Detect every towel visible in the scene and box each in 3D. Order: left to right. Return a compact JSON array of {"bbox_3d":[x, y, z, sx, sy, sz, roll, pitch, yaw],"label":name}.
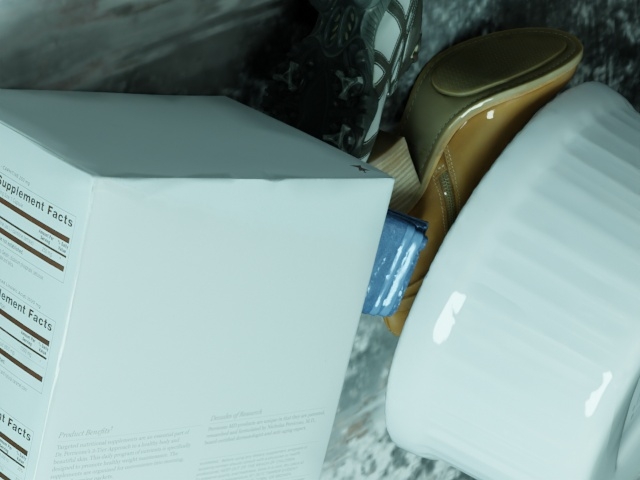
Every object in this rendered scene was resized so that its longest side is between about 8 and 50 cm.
[{"bbox_3d":[0.000,0.000,0.955,0.119,0.029,0.067,20,106,-15],"label":"towel"}]

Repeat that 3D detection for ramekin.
[{"bbox_3d":[0.174,0.049,1.046,0.277,0.135,0.277,-45,154,-30],"label":"ramekin"}]

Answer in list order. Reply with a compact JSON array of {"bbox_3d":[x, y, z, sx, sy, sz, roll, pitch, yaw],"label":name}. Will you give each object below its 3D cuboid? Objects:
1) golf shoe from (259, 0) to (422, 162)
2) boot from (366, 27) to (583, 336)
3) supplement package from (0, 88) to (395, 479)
[{"bbox_3d":[0.023,-0.098,0.918,0.094,0.077,0.198,12,92,-55],"label":"golf shoe"},{"bbox_3d":[0.096,-0.038,1.037,0.197,0.073,0.152,-31,129,-12],"label":"boot"},{"bbox_3d":[-0.098,0.038,0.832,0.194,0.149,0.203,-2,112,-43],"label":"supplement package"}]
